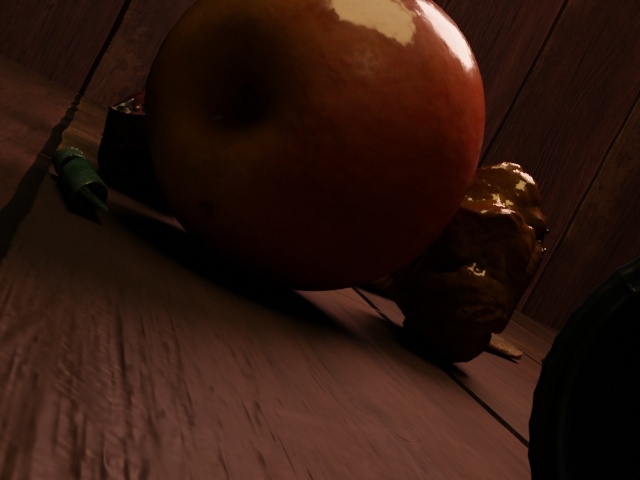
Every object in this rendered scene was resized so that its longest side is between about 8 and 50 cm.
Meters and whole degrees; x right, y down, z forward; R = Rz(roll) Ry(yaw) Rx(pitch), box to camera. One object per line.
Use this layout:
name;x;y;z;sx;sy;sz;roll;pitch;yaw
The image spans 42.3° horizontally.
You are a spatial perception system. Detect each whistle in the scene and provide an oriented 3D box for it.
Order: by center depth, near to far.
whistle;-0.247;-0.062;0.847;0.039;0.039;0.186;25;5;-28

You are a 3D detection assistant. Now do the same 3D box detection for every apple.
apple;-0.012;-0.129;0.896;0.364;0.364;0.364;27;4;-2

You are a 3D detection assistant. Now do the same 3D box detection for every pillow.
pillow;0.259;0.154;1.422;0.135;0.034;0.211;29;2;42

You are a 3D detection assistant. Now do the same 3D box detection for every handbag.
handbag;-0.210;-0.132;1.138;0.169;0.155;0.215;12;9;-7

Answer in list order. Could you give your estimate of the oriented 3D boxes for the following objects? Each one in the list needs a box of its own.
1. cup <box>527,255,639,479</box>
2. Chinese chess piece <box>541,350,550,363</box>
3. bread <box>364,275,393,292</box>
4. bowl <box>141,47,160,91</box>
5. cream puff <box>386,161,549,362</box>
cup;0.281;0.157;0.472;0.242;0.308;0.292;-11;-20;37
Chinese chess piece;0.457;0.234;1.281;0.238;0.092;0.238;26;5;-2
bread;0.102;0.045;1.444;0.134;0.081;0.225;24;3;40
bowl;-0.219;-0.173;1.408;0.313;0.146;0.313;40;36;-38
cream puff;0.186;0.024;1.044;0.155;0.269;0.241;15;17;-8
